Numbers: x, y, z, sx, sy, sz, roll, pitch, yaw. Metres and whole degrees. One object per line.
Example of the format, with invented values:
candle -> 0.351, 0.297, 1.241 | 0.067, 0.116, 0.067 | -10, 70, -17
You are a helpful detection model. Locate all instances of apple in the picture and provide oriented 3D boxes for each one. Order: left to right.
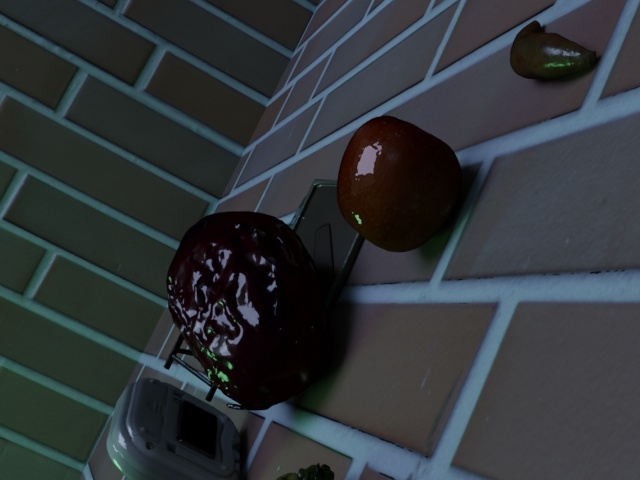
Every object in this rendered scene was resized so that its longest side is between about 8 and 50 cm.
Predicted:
apple -> 0.107, -0.082, 1.288 | 0.168, 0.181, 0.181 | -59, 14, 15

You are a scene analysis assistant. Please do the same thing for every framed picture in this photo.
framed picture -> 0.000, 0.000, 1.665 | 0.189, 0.023, 0.260 | 5, 64, 47

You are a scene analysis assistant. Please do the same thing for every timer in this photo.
timer -> -0.245, 0.346, 1.593 | 0.087, 0.237, 0.262 | -57, 15, 14

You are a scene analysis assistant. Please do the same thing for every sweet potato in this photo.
sweet potato -> 0.288, -0.249, 1.212 | 0.078, 0.058, 0.255 | -42, 16, 12

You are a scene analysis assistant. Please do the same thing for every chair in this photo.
chair -> -0.156, 0.164, 1.740 | 0.154, 0.141, 0.260 | 28, 94, 36

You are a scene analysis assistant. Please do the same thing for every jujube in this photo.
jujube -> -0.116, 0.106, 1.519 | 0.258, 0.258, 0.377 | -55, 45, 25

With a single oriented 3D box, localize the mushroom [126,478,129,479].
mushroom -> -0.318, 0.503, 1.822 | 0.117, 0.141, 0.188 | 22, 88, 42

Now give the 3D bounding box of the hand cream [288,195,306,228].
hand cream -> -0.050, 0.002, 1.911 | 0.055, 0.088, 0.256 | 7, 64, 43

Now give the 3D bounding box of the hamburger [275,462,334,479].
hamburger -> -0.048, 0.381, 1.113 | 0.183, 0.130, 0.206 | -52, -2, 31
